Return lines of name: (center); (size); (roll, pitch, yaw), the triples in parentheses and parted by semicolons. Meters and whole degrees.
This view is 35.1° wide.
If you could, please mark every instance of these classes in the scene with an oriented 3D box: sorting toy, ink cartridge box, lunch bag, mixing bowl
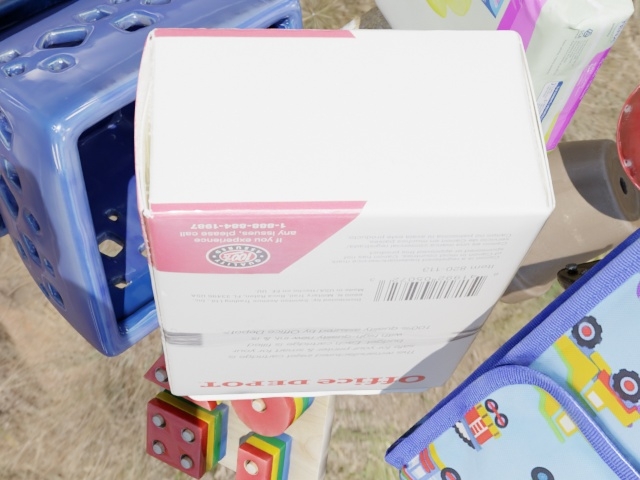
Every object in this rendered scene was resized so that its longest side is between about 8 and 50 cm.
sorting toy: (-0.117, 0.211, 1.299); (0.257, 0.089, 0.255); (21, 122, 24)
ink cartridge box: (0.000, 0.000, 0.631); (0.207, 0.283, 0.117); (-1, 64, -6)
lunch bag: (0.181, 0.125, 0.515); (0.221, 0.138, 0.293); (48, 124, 10)
mixing bowl: (0.450, -0.127, 1.196); (0.182, 0.098, 0.181); (0, 89, 7)

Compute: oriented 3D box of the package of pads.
package of pads: (0.177, -0.251, 1.076); (0.101, 0.229, 0.296); (-17, 61, -22)

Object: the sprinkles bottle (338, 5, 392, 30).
sprinkles bottle: (0.046, -0.246, 1.463); (0.355, 0.121, 0.121); (-32, 101, 18)

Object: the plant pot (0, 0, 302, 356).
plant pot: (-0.163, -0.091, 0.808); (0.212, 0.236, 0.235); (32, 142, 29)

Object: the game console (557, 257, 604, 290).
game console: (0.453, 0.013, 1.138); (0.362, 0.213, 0.043); (-13, 93, -9)

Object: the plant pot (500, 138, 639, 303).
plant pot: (0.359, -0.053, 1.552); (0.229, 0.263, 0.263); (-19, 104, 34)
